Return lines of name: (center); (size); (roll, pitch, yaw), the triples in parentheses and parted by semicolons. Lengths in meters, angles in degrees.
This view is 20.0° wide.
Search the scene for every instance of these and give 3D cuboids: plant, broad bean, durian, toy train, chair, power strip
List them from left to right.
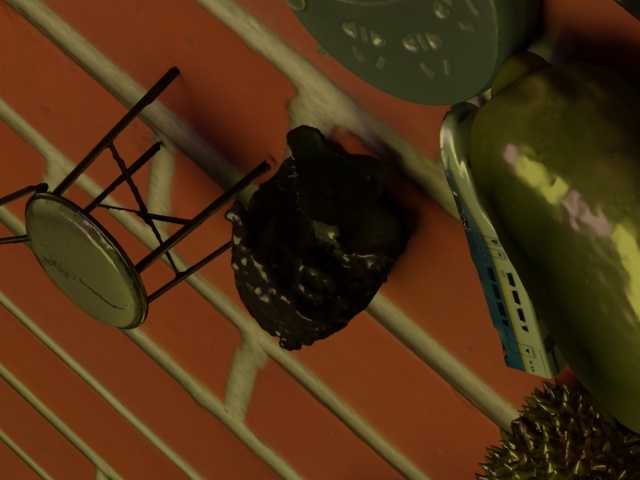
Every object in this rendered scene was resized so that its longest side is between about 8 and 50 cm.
chair: (-0.211, 0.010, 1.568); (0.170, 0.326, 0.160); (43, 152, 12)
plant: (0.000, 0.000, 1.464); (0.142, 0.131, 0.203); (42, 150, 18)
power strip: (0.056, -0.169, 1.253); (0.253, 0.054, 0.167); (-5, 121, 56)
toy train: (0.141, -0.001, 1.347); (0.051, 0.052, 0.233); (17, 138, 41)
durian: (0.215, 0.239, 1.430); (0.237, 0.176, 0.200); (47, 175, -22)
broad bean: (0.194, 0.010, 1.192); (0.291, 0.119, 0.238); (63, 166, -20)

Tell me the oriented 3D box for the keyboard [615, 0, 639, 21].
keyboard: (0.263, -0.101, 1.078); (0.231, 0.023, 0.072); (42, 159, 13)
